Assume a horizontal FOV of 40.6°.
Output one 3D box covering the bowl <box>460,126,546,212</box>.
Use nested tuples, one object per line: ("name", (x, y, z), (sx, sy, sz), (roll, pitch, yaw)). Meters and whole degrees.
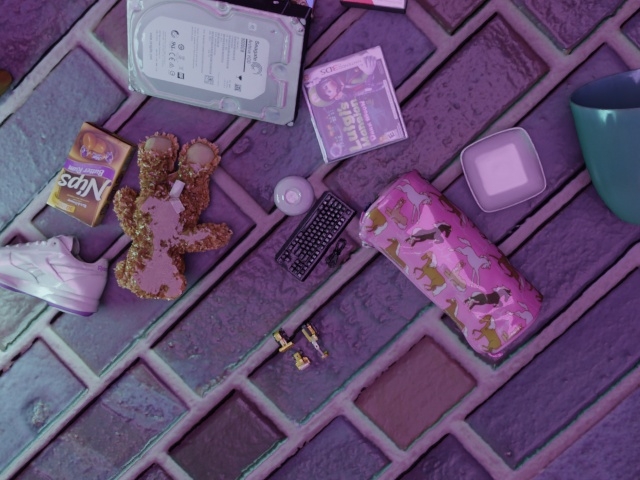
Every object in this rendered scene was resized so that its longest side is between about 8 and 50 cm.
("bowl", (0.349, -0.137, 1.669), (0.142, 0.053, 0.142), (-21, 95, 7))

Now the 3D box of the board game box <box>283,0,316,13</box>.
("board game box", (-0.082, -0.468, 1.687), (0.145, 0.027, 0.281), (17, 98, 4))

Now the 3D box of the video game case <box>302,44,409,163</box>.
("video game case", (0.064, -0.265, 1.698), (0.173, 0.022, 0.190), (-17, 95, 8))

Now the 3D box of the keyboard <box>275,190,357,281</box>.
("keyboard", (0.000, 0.000, 1.735), (0.108, 0.023, 0.180), (38, 99, 0))

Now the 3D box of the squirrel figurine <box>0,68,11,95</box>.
("squirrel figurine", (-0.870, -0.359, 1.663), (0.397, 0.281, 0.370), (-42, 85, 6))

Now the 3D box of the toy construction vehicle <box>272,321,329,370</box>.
("toy construction vehicle", (-0.041, 0.212, 1.756), (0.086, 0.035, 0.098), (-31, 93, 8))

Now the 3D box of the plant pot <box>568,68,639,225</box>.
("plant pot", (0.606, -0.163, 1.533), (0.293, 0.293, 0.235), (-12, 109, 7))

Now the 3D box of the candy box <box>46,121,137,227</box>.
("candy box", (-0.461, -0.133, 1.751), (0.109, 0.053, 0.186), (27, 100, 1))

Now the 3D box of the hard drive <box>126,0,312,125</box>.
("hard drive", (-0.197, -0.358, 1.636), (0.339, 0.064, 0.237), (13, 131, 3))

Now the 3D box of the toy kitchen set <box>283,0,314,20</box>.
("toy kitchen set", (-0.066, -0.440, 1.640), (0.083, 0.068, 0.075), (-25, 94, 8))

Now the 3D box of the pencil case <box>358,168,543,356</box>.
("pencil case", (0.247, 0.046, 1.649), (0.386, 0.160, 0.167), (43, 128, -1))

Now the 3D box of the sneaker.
("sneaker", (-0.577, 0.044, 1.769), (0.305, 0.114, 0.152), (21, 84, -1))

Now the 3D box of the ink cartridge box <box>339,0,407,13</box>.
("ink cartridge box", (0.111, -0.529, 1.638), (0.127, 0.072, 0.175), (8, 98, 5))

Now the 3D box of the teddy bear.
("teddy bear", (-0.300, -0.050, 1.729), (0.245, 0.113, 0.338), (-6, 88, -1))

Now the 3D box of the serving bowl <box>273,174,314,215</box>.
("serving bowl", (-0.054, -0.089, 1.727), (0.083, 0.027, 0.083), (1, 97, 5))
